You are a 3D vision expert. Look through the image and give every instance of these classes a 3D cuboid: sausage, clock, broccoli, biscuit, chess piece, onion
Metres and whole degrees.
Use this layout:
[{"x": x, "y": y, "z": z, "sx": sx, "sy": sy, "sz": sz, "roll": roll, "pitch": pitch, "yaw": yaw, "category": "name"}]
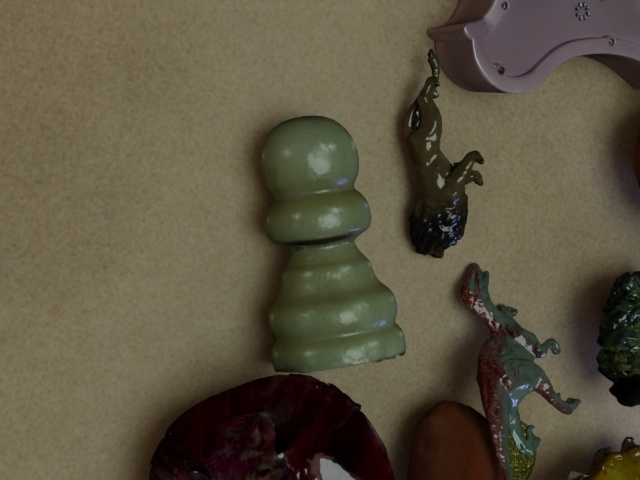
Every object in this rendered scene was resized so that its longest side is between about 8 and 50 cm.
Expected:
[{"x": 0.137, "y": 0.291, "z": 1.397, "sx": 0.114, "sy": 0.113, "sz": 0.259, "roll": 18, "pitch": 61, "yaw": -28, "category": "sausage"}, {"x": 0.275, "y": -0.240, "z": 1.467, "sx": 0.290, "sy": 0.080, "sz": 0.275, "roll": 37, "pitch": 79, "yaw": -24, "category": "clock"}, {"x": 0.456, "y": 0.112, "z": 1.486, "sx": 0.165, "sy": 0.304, "sz": 0.145, "roll": -49, "pitch": 144, "yaw": -58, "category": "broccoli"}, {"x": 0.201, "y": 0.235, "z": 1.507, "sx": 0.084, "sy": 0.023, "sz": 0.084, "roll": -2, "pitch": 95, "yaw": -28, "category": "biscuit"}, {"x": 0.000, "y": 0.000, "z": 1.334, "sx": 0.133, "sy": 0.133, "sz": 0.243, "roll": -11, "pitch": 93, "yaw": -26, "category": "chess piece"}, {"x": -0.037, "y": 0.244, "z": 1.293, "sx": 0.219, "sy": 0.252, "sz": 0.252, "roll": -14, "pitch": 104, "yaw": -71, "category": "onion"}]

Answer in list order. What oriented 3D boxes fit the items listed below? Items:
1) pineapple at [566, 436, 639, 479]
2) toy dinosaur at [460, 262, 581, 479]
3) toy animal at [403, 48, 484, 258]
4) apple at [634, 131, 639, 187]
[{"x": 0.350, "y": 0.319, "z": 1.550, "sx": 0.335, "sy": 0.158, "sz": 0.161, "roll": 10, "pitch": 52, "yaw": -32, "category": "pineapple"}, {"x": 0.189, "y": 0.154, "z": 1.418, "sx": 0.167, "sy": 0.053, "sz": 0.242, "roll": 38, "pitch": 49, "yaw": -14, "category": "toy dinosaur"}, {"x": 0.130, "y": -0.088, "z": 1.413, "sx": 0.086, "sy": 0.069, "sz": 0.219, "roll": -6, "pitch": 96, "yaw": -7, "category": "toy animal"}, {"x": 0.445, "y": -0.076, "z": 1.508, "sx": 0.199, "sy": 0.199, "sz": 0.199, "roll": -3, "pitch": 96, "yaw": -27, "category": "apple"}]
